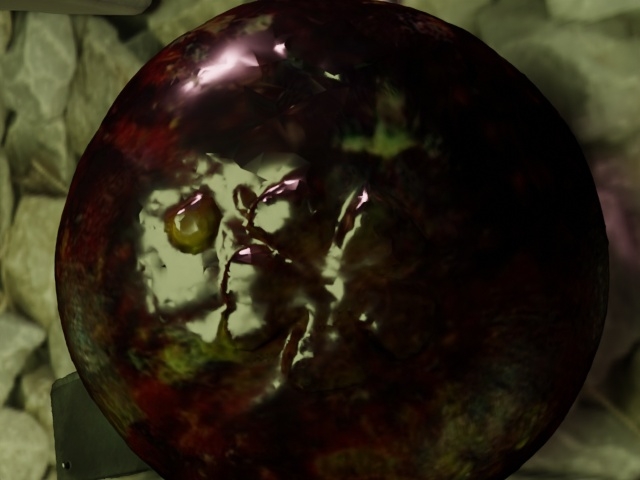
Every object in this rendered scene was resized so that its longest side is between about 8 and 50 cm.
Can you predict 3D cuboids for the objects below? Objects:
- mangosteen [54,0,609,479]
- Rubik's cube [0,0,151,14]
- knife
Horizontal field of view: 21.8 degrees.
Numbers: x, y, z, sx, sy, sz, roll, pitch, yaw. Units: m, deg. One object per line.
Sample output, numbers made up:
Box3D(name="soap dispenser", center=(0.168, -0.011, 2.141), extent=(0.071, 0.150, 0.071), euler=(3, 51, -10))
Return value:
Box3D(name="mangosteen", center=(0.000, 0.000, 0.736), extent=(0.289, 0.231, 0.231), euler=(-116, 42, -74))
Box3D(name="Rubik's cube", center=(-0.288, -0.295, 0.885), extent=(0.322, 0.319, 0.315), euler=(6, 92, 39))
Box3D(name="knife", center=(-0.067, 0.085, 0.885), extent=(0.245, 0.019, 0.072), euler=(-14, 79, 41))
